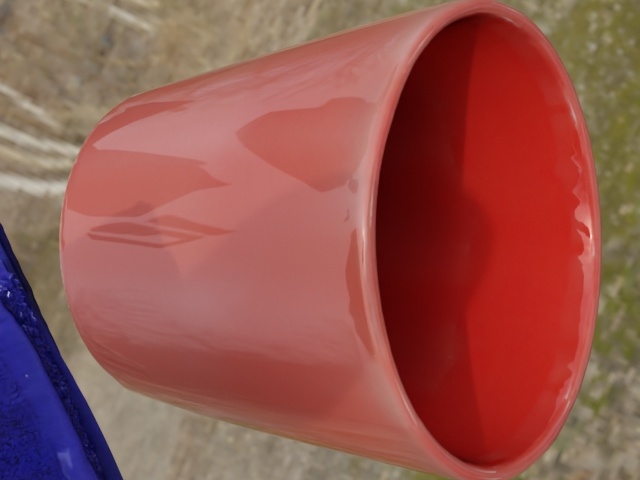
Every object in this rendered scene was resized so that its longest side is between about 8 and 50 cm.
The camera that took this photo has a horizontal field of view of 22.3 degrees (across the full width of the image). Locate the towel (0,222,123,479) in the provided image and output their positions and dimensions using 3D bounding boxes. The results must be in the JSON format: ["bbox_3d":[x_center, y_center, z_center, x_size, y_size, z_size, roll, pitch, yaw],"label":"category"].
[{"bbox_3d":[-0.240,0.138,0.704,0.308,0.227,0.076,-23,21,-2],"label":"towel"}]

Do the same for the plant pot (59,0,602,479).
[{"bbox_3d":[0.000,0.000,0.951,0.243,0.275,0.275,0,63,34],"label":"plant pot"}]
